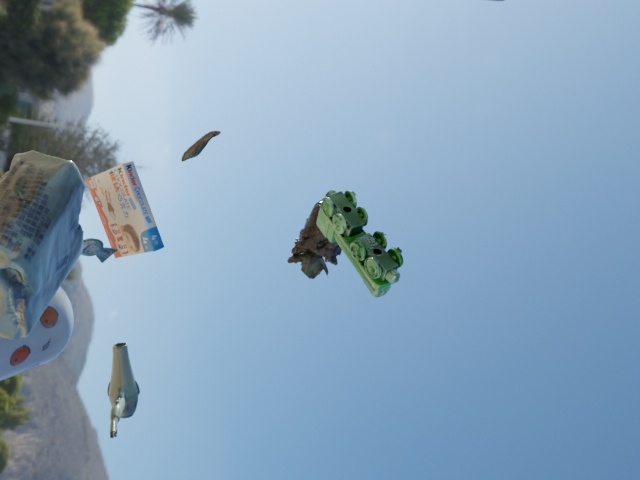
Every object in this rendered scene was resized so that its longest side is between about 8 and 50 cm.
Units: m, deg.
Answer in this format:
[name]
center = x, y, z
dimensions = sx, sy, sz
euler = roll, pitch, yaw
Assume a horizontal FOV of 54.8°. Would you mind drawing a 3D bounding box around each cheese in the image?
[cheese]
center = -0.610, 0.023, 1.671
dimensions = 0.067, 0.120, 0.026
euler = -38, -120, 8

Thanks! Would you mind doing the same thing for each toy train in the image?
[toy train]
center = 0.075, 0.005, 1.265
dimensions = 0.251, 0.085, 0.119
euler = 57, -28, 29

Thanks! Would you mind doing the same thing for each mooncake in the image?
[mooncake]
center = -0.492, 0.005, 1.007
dimensions = 0.250, 0.136, 0.254
euler = 109, -3, -47

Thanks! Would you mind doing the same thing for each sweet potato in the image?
[sweet potato]
center = -0.378, -0.298, 1.941
dimensions = 0.153, 0.038, 0.041
euler = -40, -128, -6

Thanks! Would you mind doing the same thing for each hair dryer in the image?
[hair dryer]
center = -0.421, 0.302, 1.276
dimensions = 0.199, 0.067, 0.167
euler = 174, -88, -82

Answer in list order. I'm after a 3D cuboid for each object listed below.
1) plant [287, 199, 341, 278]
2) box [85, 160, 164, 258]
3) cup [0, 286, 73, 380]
[plant]
center = 0.000, 0.000, 1.665
dimensions = 0.131, 0.142, 0.203
euler = -83, -171, -62
[box]
center = -0.602, -0.086, 1.889
dimensions = 0.265, 0.048, 0.273
euler = -10, -79, 46
[cup]
center = -0.665, 0.182, 1.220
dimensions = 0.212, 0.317, 0.212
euler = 5, -80, 29
